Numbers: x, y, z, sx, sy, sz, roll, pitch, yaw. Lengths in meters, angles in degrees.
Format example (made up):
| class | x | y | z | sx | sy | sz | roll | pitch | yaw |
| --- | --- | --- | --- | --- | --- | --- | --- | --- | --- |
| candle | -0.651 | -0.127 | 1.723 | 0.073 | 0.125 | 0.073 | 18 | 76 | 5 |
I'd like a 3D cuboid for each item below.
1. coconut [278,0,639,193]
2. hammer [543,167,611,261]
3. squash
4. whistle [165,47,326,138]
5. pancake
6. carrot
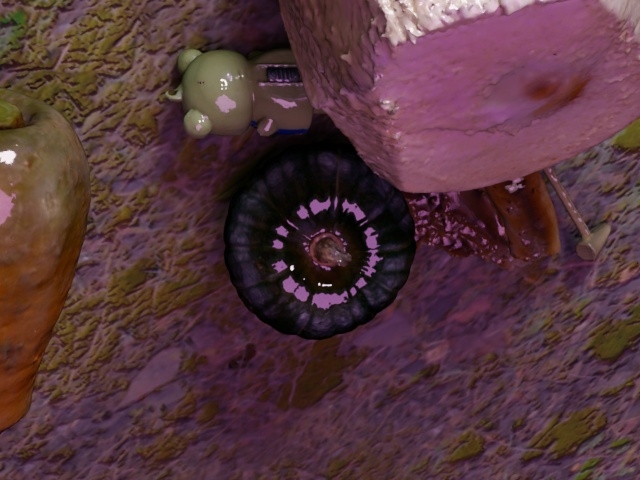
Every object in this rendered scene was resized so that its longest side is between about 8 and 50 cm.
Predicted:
| class | x | y | z | sx | sy | sz | roll | pitch | yaw |
| --- | --- | --- | --- | --- | --- | --- | --- | --- | --- |
| coconut | 0.144 | -0.274 | 1.380 | 0.404 | 0.404 | 0.405 | -6 | 115 | -14 |
| hammer | 0.286 | -0.067 | 1.690 | 0.060 | 0.028 | 0.195 | -50 | 117 | -33 |
| squash | -0.002 | -0.001 | 1.546 | 0.218 | 0.172 | 0.218 | 0 | 89 | 16 |
| whistle | -0.051 | -0.155 | 1.513 | 0.227 | 0.105 | 0.085 | -2 | 154 | -16 |
| pancake | 0.141 | -0.030 | 1.646 | 0.244 | 0.057 | 0.266 | -29 | 119 | -1 |
| carrot | -0.352 | 0.022 | 1.430 | 0.224 | 0.224 | 0.341 | 5 | 116 | -19 |
